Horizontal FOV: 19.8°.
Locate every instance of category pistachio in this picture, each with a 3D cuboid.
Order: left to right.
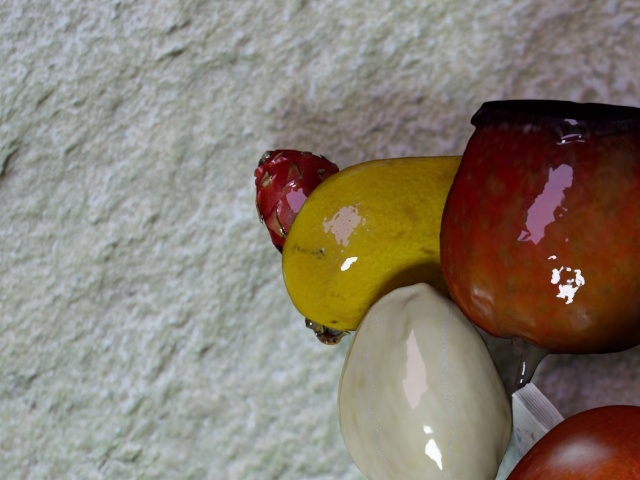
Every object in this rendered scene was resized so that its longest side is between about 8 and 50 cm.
[{"bbox_3d":[0.084,0.138,1.541,0.145,0.117,0.200,-15,95,4],"label":"pistachio"}]

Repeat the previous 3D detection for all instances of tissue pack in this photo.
[{"bbox_3d":[0.182,0.166,1.509,0.023,0.108,0.056,-31,57,-15],"label":"tissue pack"}]

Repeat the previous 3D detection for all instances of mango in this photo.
[{"bbox_3d":[0.072,-0.007,1.609,0.227,0.109,0.147,-26,102,1],"label":"mango"}]

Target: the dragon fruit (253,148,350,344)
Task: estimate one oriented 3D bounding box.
[{"bbox_3d":[0.000,0.000,1.698,0.094,0.094,0.190,-22,85,23],"label":"dragon fruit"}]

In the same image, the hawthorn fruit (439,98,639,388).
[{"bbox_3d":[0.204,0.003,1.492,0.215,0.215,0.249,16,83,34],"label":"hawthorn fruit"}]

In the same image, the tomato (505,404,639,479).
[{"bbox_3d":[0.235,0.284,1.301,0.290,0.325,0.293,33,95,33],"label":"tomato"}]
